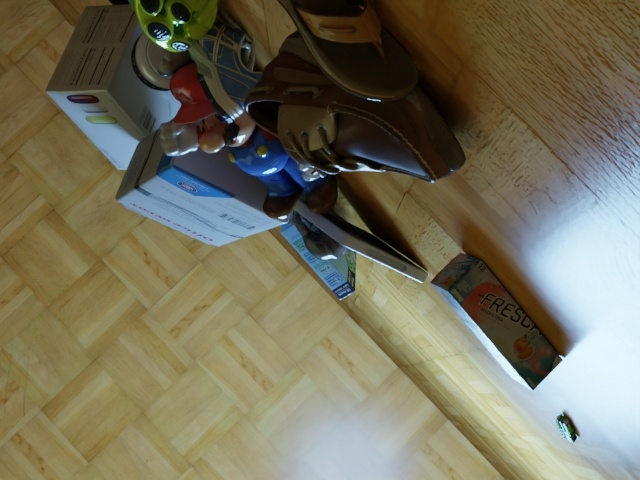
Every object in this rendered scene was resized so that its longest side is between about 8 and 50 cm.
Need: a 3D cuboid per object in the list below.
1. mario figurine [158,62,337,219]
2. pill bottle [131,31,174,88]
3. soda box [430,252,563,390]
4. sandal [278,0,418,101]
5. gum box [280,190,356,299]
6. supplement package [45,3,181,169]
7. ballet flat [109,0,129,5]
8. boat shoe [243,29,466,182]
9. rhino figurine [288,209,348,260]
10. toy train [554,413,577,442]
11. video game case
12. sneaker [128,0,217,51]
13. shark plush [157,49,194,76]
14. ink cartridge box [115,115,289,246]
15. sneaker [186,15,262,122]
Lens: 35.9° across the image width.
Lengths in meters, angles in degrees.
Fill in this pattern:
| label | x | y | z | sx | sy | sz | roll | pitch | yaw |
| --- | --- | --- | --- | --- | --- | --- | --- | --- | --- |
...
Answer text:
| label | x | y | z | sx | sy | sz | roll | pitch | yaw |
| --- | --- | --- | --- | --- | --- | --- | --- | --- | --- |
| mario figurine | -0.114 | -0.130 | 1.460 | 0.320 | 0.198 | 0.170 | 46 | -167 | -39 |
| pill bottle | -0.252 | -0.305 | 1.631 | 0.112 | 0.112 | 0.186 | 48 | 174 | -14 |
| soda box | 0.221 | 0.101 | 1.237 | 0.183 | 0.058 | 0.063 | 48 | 174 | -18 |
| sandal | 0.014 | -0.187 | 0.802 | 0.180 | 0.072 | 0.049 | 52 | 152 | -5 |
| gum box | 0.000 | 0.000 | 1.890 | 0.184 | 0.041 | 0.157 | 48 | -158 | -23 |
| supplement package | -0.362 | -0.286 | 1.885 | 0.145 | 0.204 | 0.262 | 4 | 152 | 27 |
| ballet flat | -0.399 | -0.463 | 1.874 | 0.084 | 0.058 | 0.250 | 44 | 174 | 28 |
| boat shoe | 0.022 | -0.110 | 0.954 | 0.123 | 0.116 | 0.324 | 50 | 173 | -30 |
| rhino figurine | 0.012 | -0.018 | 1.774 | 0.106 | 0.073 | 0.243 | 52 | -169 | 2 |
| toy train | 0.389 | 0.297 | 1.561 | 0.023 | 0.017 | 0.083 | 30 | 165 | 37 |
| video game case | 0.061 | -0.002 | 1.585 | 0.173 | 0.022 | 0.190 | 26 | -174 | -32 |
| sneaker | -0.219 | -0.358 | 1.187 | 0.296 | 0.109 | 0.123 | 56 | -177 | -41 |
| shark plush | -0.196 | -0.280 | 1.463 | 0.073 | 0.067 | 0.161 | 19 | -162 | 2 |
| ink cartridge box | -0.199 | -0.105 | 1.736 | 0.223 | 0.129 | 0.307 | 25 | 161 | -23 |
| sneaker | -0.133 | -0.257 | 1.313 | 0.211 | 0.081 | 0.080 | 64 | -172 | 18 |
